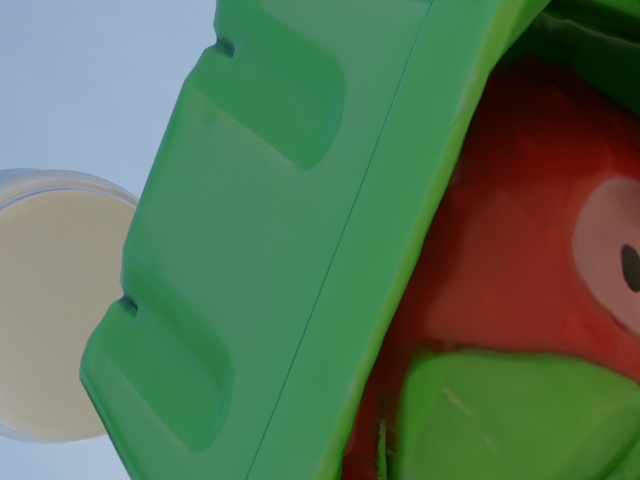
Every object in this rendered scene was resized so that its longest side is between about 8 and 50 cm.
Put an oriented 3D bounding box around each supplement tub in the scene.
[{"bbox_3d":[-0.201,0.043,1.382,0.191,0.272,0.191,-1,-87,-16],"label":"supplement tub"}]

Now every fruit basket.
[{"bbox_3d":[0.145,0.079,0.615,0.392,0.392,0.283,14,-76,-33],"label":"fruit basket"}]
